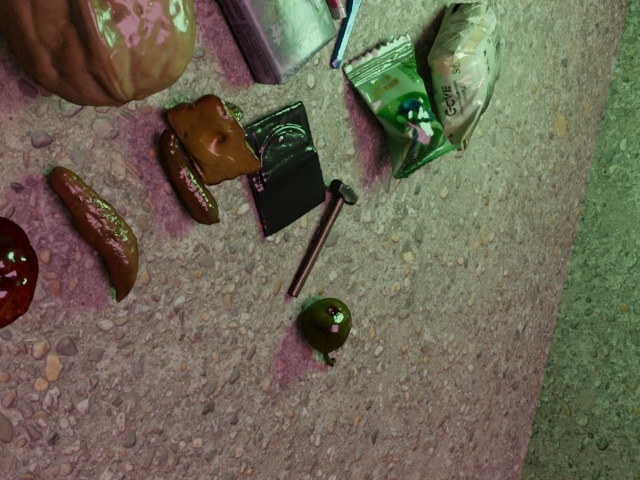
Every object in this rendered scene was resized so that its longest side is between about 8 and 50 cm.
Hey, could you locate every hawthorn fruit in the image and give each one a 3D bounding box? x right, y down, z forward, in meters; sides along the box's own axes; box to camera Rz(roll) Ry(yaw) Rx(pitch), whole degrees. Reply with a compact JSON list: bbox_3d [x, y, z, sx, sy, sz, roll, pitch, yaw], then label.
[{"bbox_3d":[-0.629,0.067,1.320,0.210,0.266,0.230,9,90,-28],"label":"hawthorn fruit"}]

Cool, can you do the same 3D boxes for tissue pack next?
[{"bbox_3d":[-0.118,-0.598,1.765,0.259,0.122,0.361,-47,131,-24],"label":"tissue pack"},{"bbox_3d":[0.476,-0.536,2.307,0.390,0.195,0.375,-61,142,-38],"label":"tissue pack"}]

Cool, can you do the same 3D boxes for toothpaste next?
[{"bbox_3d":[0.026,-0.700,1.940,0.067,0.043,0.194,-35,118,-31],"label":"toothpaste"}]

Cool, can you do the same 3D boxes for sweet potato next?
[{"bbox_3d":[-0.322,-0.145,1.710,0.075,0.075,0.273,-45,126,-28],"label":"sweet potato"},{"bbox_3d":[-0.473,-0.020,1.572,0.106,0.095,0.354,-24,122,-8],"label":"sweet potato"}]

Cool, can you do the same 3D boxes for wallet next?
[{"bbox_3d":[-0.093,-0.197,1.949,0.247,0.041,0.322,-34,128,-33],"label":"wallet"}]

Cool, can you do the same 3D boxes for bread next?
[{"bbox_3d":[-0.252,-0.246,1.700,0.088,0.161,0.233,-96,164,-48],"label":"bread"}]

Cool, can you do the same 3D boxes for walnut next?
[{"bbox_3d":[-0.419,-0.433,1.355,0.381,0.381,0.380,-14,110,-43],"label":"walnut"}]

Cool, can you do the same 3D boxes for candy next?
[{"bbox_3d":[0.247,-0.403,2.157,0.263,0.172,0.397,-39,115,-30],"label":"candy"}]

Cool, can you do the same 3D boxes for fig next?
[{"bbox_3d":[0.008,0.291,2.149,0.151,0.151,0.259,-29,147,-37],"label":"fig"}]

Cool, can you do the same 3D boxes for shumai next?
[{"bbox_3d":[-0.237,-0.323,1.748,0.080,0.082,0.083,65,33,-32],"label":"shumai"}]

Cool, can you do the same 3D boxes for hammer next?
[{"bbox_3d":[0.000,0.000,2.089,0.111,0.044,0.365,37,76,-55],"label":"hammer"}]

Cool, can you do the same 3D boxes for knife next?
[{"bbox_3d":[0.081,-0.629,2.024,0.044,0.026,0.296,19,89,-43],"label":"knife"}]
